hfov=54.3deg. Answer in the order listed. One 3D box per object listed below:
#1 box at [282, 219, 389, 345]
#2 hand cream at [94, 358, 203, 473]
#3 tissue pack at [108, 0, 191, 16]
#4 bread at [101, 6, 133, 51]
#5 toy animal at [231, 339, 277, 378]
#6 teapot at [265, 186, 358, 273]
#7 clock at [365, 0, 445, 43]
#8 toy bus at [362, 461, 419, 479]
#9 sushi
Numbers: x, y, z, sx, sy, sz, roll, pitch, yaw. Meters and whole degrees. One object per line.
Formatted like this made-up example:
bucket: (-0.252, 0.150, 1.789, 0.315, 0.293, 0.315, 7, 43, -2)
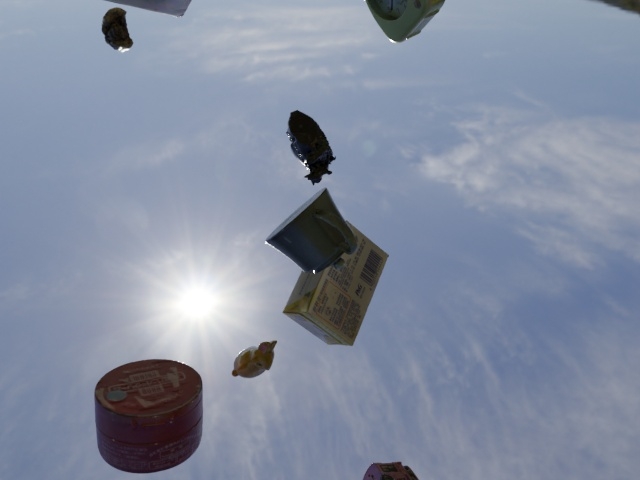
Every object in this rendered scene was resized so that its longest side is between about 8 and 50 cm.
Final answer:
box: (0.041, 0.103, 1.519, 0.097, 0.168, 0.265, -12, -132, 51)
hand cream: (-0.357, 0.365, 1.309, 0.230, 0.149, 0.230, 2, -162, -1)
tissue pack: (-0.435, -0.674, 1.529, 0.271, 0.201, 0.124, 2, -114, -36)
bread: (-0.555, -0.567, 1.684, 0.082, 0.113, 0.060, 0, -161, 42)
toy animal: (-0.139, 0.264, 1.400, 0.083, 0.159, 0.070, -26, -99, -38)
teapot: (0.000, 0.000, 1.240, 0.162, 0.149, 0.239, -43, -172, -24)
clock: (0.158, -0.560, 1.345, 0.069, 0.232, 0.170, -32, 179, -26)
toy bus: (0.144, 0.435, 0.970, 0.090, 0.063, 0.203, 10, -156, -34)
sushi: (-0.013, -0.137, 0.912, 0.056, 0.083, 0.085, -23, -121, -3)
